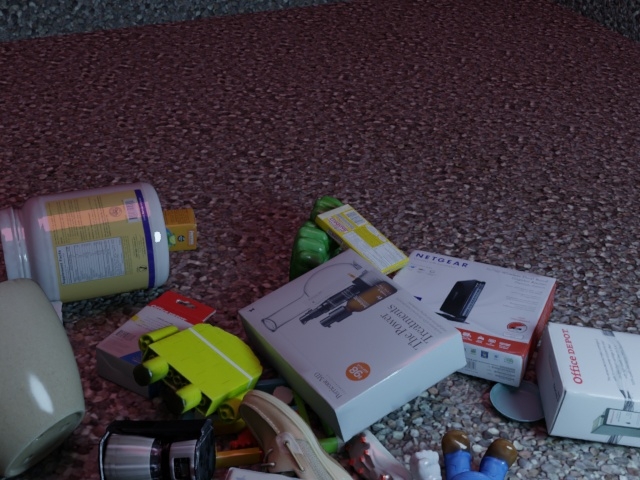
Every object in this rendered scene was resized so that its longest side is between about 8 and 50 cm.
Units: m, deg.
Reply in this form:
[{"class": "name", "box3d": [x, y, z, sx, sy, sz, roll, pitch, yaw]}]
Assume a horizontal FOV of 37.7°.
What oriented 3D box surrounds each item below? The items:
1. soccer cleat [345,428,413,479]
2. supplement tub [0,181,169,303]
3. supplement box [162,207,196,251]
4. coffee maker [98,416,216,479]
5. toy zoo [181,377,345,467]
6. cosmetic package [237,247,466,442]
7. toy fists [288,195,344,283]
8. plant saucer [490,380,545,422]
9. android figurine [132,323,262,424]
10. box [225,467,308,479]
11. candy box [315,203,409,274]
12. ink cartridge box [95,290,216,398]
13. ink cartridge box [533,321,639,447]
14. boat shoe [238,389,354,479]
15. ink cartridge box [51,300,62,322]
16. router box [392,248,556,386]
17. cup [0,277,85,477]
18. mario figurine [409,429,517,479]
[{"class": "soccer cleat", "box3d": [0.109, 0.402, 1.651, 0.076, 0.068, 0.196, 19, 15, -32]}, {"class": "supplement tub", "box3d": [-0.511, 0.009, 2.026, 0.331, 0.241, 0.241, -9, 35, -17]}, {"class": "supplement box", "box3d": [-0.413, -0.019, 2.232, 0.233, 0.078, 0.080, -7, 34, -14]}, {"class": "coffee maker", "box3d": [-0.272, 0.353, 1.610, 0.178, 0.120, 0.171, -1, 35, 5]}, {"class": "toy zoo", "box3d": [-0.118, 0.335, 1.751, 0.293, 0.030, 0.192, -5, 34, -12]}, {"class": "cosmetic package", "box3d": [0.052, 0.187, 1.822, 0.284, 0.097, 0.377, -31, 38, -18]}, {"class": "toy fists", "box3d": [0.000, 0.000, 2.182, 0.096, 0.142, 0.279, 13, 34, 14]}, {"class": "plant saucer", "box3d": [0.390, 0.318, 1.835, 0.119, 0.021, 0.119, 2, 32, -1]}, {"class": "android figurine", "box3d": [-0.219, 0.239, 1.754, 0.248, 0.056, 0.273, 35, 24, 18]}, {"class": "box", "box3d": [-0.078, 0.466, 1.364, 0.149, 0.232, 0.127, 8, 32, 7]}, {"class": "candy box", "box3d": [0.092, -0.001, 2.094, 0.105, 0.027, 0.206, -23, 56, -40]}, {"class": "ink cartridge box", "box3d": [-0.326, 0.204, 1.892, 0.134, 0.078, 0.231, 20, 36, 23]}, {"class": "ink cartridge box", "box3d": [0.573, 0.280, 1.801, 0.289, 0.121, 0.211, 8, 33, -2]}, {"class": "boat shoe", "box3d": [-0.051, 0.379, 1.597, 0.098, 0.109, 0.302, -31, 62, -30]}, {"class": "ink cartridge box", "box3d": [-0.574, 0.200, 1.889, 0.104, 0.061, 0.181, -2, 34, -9]}, {"class": "router box", "box3d": [0.302, 0.155, 2.004, 0.335, 0.082, 0.301, 12, 33, 21]}, {"class": "cup", "box3d": [-0.544, 0.261, 1.611, 0.237, 0.331, 0.331, 45, 45, 11]}, {"class": "mario figurine", "box3d": [0.259, 0.415, 1.528, 0.198, 0.170, 0.320, -25, 18, 20]}]
